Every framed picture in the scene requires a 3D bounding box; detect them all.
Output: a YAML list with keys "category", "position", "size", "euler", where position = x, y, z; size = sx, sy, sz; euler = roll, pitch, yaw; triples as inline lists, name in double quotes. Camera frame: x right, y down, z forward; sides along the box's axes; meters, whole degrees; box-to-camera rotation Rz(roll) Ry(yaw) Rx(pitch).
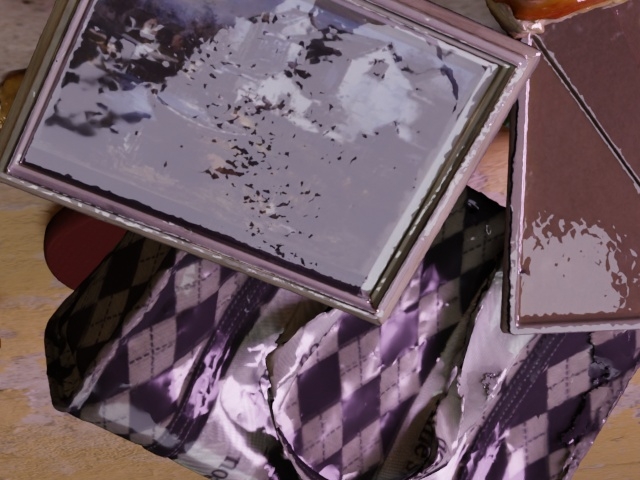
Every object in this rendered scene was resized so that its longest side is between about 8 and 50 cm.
- category: "framed picture"
  position: [-0.038, -0.078, 1.078]
  size: [0.296, 0.019, 0.232]
  euler: [21, 117, -15]
- category: "framed picture"
  position: [0.236, -0.067, 1.181]
  size: [0.211, 0.020, 0.289]
  euler: [-3, 115, -5]

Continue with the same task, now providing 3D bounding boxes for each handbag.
- category: "handbag"
  position: [0.044, 0.064, 1.286]
  size: [0.416, 0.180, 0.317]
  euler: [31, 102, -26]

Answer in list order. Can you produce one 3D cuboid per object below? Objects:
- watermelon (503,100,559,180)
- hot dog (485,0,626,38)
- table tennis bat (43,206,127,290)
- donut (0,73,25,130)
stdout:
- category: "watermelon"
  position: [0.228, -0.103, 1.271]
  size: [0.146, 0.128, 0.231]
  euler: [-41, 172, 13]
- category: "hot dog"
  position: [0.148, -0.194, 1.002]
  size: [0.146, 0.103, 0.213]
  euler: [-20, 170, 2]
- category: "table tennis bat"
  position: [-0.052, 0.014, 1.561]
  size: [0.414, 0.051, 0.268]
  euler: [6, 153, -25]
- category: "donut"
  position: [-0.214, -0.087, 1.277]
  size: [0.097, 0.043, 0.108]
  euler: [11, 159, -33]
